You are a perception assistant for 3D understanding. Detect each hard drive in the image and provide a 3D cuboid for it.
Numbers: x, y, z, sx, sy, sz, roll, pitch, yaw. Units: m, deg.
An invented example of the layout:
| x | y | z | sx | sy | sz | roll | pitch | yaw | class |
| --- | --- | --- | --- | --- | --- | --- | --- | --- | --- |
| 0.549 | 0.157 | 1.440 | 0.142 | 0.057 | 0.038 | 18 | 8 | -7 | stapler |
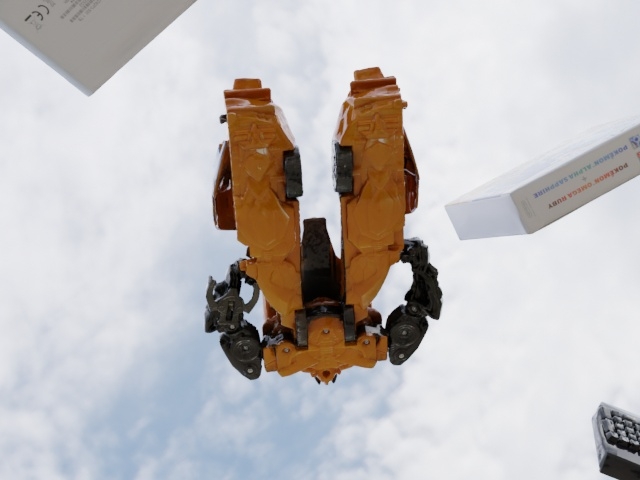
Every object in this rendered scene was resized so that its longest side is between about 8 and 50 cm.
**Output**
| x | y | z | sx | sy | sz | roll | pitch | yaw | class |
| --- | --- | --- | --- | --- | --- | --- | --- | --- | --- |
| -0.273 | -0.284 | 1.146 | 0.307 | 0.040 | 0.203 | 39 | -50 | -23 | hard drive |

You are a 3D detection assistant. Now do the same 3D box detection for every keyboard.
| x | y | z | sx | sy | sz | roll | pitch | yaw | class |
| --- | --- | --- | --- | --- | --- | --- | --- | --- | --- |
| 0.441 | 0.280 | 1.348 | 0.317 | 0.201 | 0.033 | 21 | -60 | -7 | keyboard |

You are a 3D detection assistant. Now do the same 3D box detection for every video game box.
| x | y | z | sx | sy | sz | roll | pitch | yaw | class |
| --- | --- | --- | --- | --- | --- | --- | --- | --- | --- |
| 0.231 | -0.062 | 1.184 | 0.187 | 0.205 | 0.048 | -25 | -87 | -11 | video game box |

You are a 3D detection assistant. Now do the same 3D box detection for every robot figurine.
| x | y | z | sx | sy | sz | roll | pitch | yaw | class |
| --- | --- | --- | --- | --- | --- | --- | --- | --- | --- |
| 0.000 | 0.000 | 1.072 | 0.211 | 0.085 | 0.291 | -4 | -54 | -4 | robot figurine |
